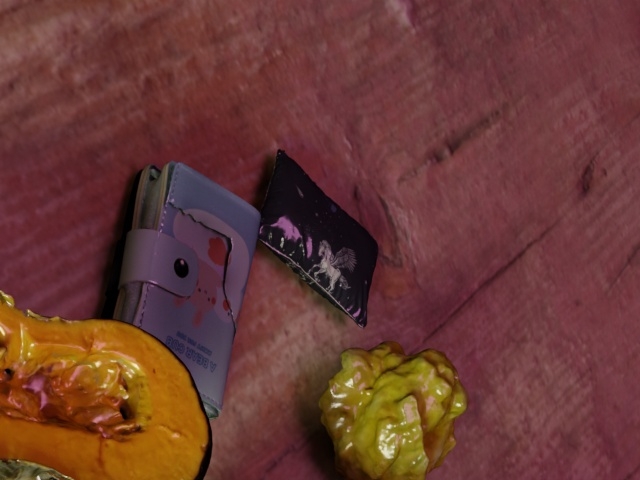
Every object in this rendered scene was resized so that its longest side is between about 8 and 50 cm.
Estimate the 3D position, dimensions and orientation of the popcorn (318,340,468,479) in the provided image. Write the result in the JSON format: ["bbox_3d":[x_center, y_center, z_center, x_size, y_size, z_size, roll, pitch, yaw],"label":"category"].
[{"bbox_3d":[0.085,0.217,1.701,0.197,0.155,0.197,-37,135,-49],"label":"popcorn"}]

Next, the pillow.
[{"bbox_3d":[0.000,0.000,1.741,0.208,0.055,0.141,42,44,-33],"label":"pillow"}]

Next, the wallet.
[{"bbox_3d":[-0.152,0.054,1.550,0.176,0.075,0.250,35,56,-44],"label":"wallet"}]

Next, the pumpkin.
[{"bbox_3d":[-0.277,0.193,1.246,0.325,0.232,0.242,21,42,-29],"label":"pumpkin"}]
